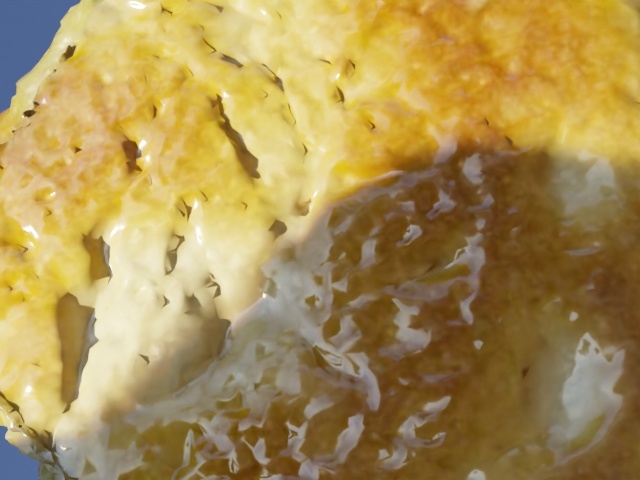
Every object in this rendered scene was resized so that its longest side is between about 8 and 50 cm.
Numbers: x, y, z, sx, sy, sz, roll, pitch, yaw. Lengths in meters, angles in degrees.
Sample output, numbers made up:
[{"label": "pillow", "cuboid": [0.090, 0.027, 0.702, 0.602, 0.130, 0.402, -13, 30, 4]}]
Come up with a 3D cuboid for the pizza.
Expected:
[{"label": "pizza", "cuboid": [0.000, 0.000, 0.452, 0.086, 0.226, 0.335, 69, -168, -69]}]
